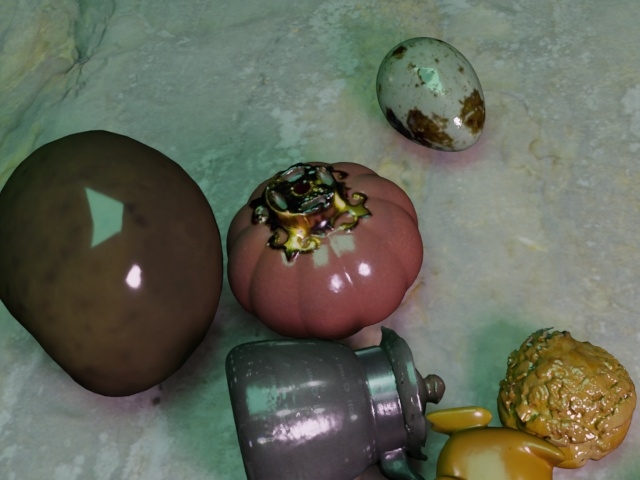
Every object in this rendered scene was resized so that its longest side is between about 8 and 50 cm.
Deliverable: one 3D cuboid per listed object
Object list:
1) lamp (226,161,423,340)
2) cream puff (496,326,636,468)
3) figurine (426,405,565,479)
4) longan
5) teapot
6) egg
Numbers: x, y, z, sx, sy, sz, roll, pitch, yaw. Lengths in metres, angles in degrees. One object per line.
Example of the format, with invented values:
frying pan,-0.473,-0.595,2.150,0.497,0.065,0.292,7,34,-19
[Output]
lamp,0.000,0.000,1.721,0.305,0.239,0.305,-9,47,10
cream puff,0.324,0.200,1.524,0.189,0.129,0.189,-6,48,7
figurine,0.207,0.331,1.401,0.215,0.215,0.228,14,69,26
longan,-0.320,0.027,1.730,0.336,0.404,0.404,-6,33,-42
teapot,0.037,0.249,1.509,0.285,0.223,0.305,-13,43,-5
egg,0.190,-0.242,1.939,0.169,0.169,0.231,-30,58,-12
